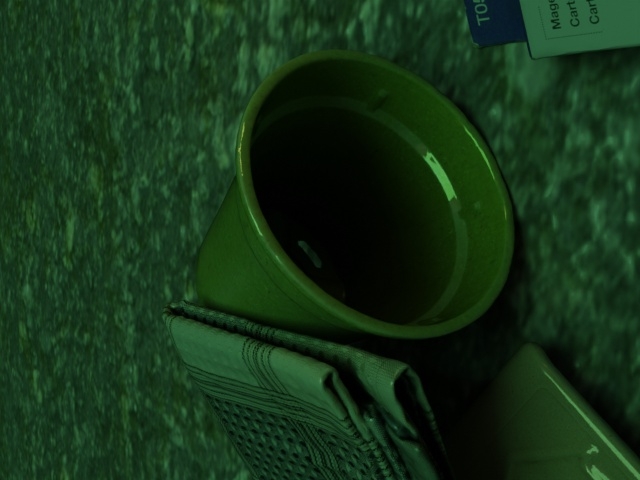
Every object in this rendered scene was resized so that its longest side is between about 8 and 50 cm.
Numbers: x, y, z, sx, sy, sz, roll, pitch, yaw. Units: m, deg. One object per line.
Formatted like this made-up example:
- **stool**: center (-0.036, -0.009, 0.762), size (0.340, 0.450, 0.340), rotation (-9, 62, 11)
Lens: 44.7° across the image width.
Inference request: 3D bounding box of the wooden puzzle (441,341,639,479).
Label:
- **wooden puzzle**: center (0.214, 0.314, 0.685), size (0.347, 0.081, 0.322), rotation (54, 128, 34)

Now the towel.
- **towel**: center (0.002, 0.206, 0.713), size (0.324, 0.056, 0.312), rotation (6, 127, 48)

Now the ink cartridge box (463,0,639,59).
- **ink cartridge box**: center (0.196, -0.299, 0.561), size (0.330, 0.071, 0.324), rotation (3, 122, 45)

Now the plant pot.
- **plant pot**: center (0.000, 0.000, 0.767), size (0.254, 0.276, 0.275), rotation (-40, 65, 53)
